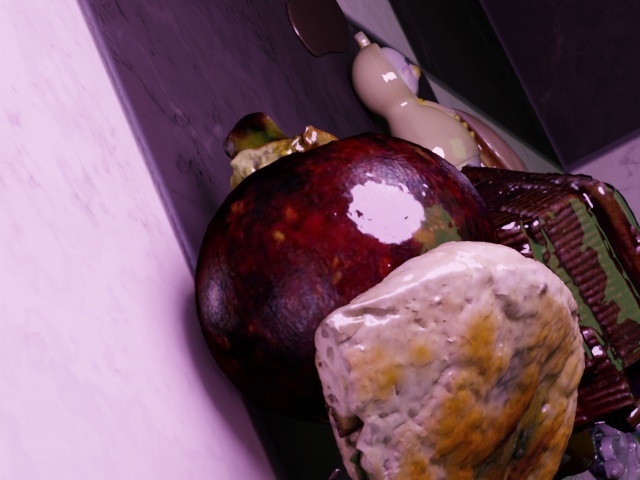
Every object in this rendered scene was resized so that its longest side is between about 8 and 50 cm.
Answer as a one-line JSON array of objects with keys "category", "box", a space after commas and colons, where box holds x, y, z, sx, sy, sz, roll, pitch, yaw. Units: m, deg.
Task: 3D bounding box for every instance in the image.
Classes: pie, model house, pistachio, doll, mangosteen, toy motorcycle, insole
[{"category": "pie", "box": [0.076, 0.152, 0.908, 0.075, 0.337, 0.337, 28, -8, 39]}, {"category": "model house", "box": [0.179, 0.092, 1.437, 0.317, 0.282, 0.297, 62, -28, -5]}, {"category": "pistachio", "box": [0.236, -0.096, 2.053, 0.223, 0.126, 0.152, 52, -15, -18]}, {"category": "doll", "box": [0.133, -0.156, 1.832, 0.296, 0.117, 0.141, 63, 13, 3]}, {"category": "mangosteen", "box": [0.000, 0.000, 1.019, 0.289, 0.231, 0.231, 56, 12, 29]}, {"category": "toy motorcycle", "box": [0.438, 0.338, 2.002, 0.260, 0.110, 0.171, 5, 70, -65]}, {"category": "insole", "box": [0.000, -0.299, 1.862, 0.111, 0.007, 0.328, 58, 17, -8]}]

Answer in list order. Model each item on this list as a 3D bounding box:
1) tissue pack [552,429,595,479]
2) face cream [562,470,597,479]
[{"category": "tissue pack", "box": [0.238, 0.188, 1.644, 0.226, 0.092, 0.183, 36, 31, -59]}, {"category": "face cream", "box": [0.368, 0.356, 1.843, 0.243, 0.058, 0.092, 49, 24, -21]}]
